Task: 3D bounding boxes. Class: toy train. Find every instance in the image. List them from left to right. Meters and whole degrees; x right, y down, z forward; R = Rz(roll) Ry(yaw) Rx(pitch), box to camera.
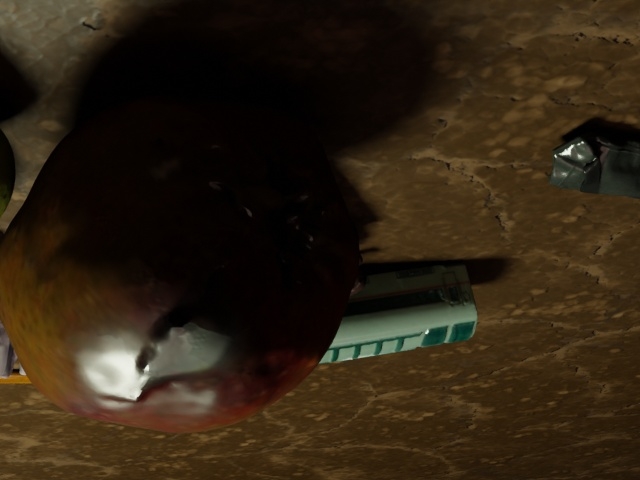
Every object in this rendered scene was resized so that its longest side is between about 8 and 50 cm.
[{"bbox_3d":[-0.021,0.104,1.311,0.407,0.088,0.086,-8,155,-9],"label":"toy train"}]

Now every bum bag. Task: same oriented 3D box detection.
[{"bbox_3d":[0.318,-0.067,1.112,0.198,0.049,0.087,7,147,-22],"label":"bum bag"}]

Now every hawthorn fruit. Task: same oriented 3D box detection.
[{"bbox_3d":[-0.135,0.021,0.952,0.325,0.308,0.308,-5,155,19],"label":"hawthorn fruit"}]

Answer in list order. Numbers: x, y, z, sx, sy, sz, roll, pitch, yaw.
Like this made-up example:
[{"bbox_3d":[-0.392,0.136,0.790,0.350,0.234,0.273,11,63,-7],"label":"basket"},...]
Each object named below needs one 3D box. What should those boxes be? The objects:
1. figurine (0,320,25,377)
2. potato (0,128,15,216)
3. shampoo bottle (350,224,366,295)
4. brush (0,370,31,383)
[{"bbox_3d":[-0.346,0.091,1.220,0.276,0.133,0.200,-3,150,-6],"label":"figurine"},{"bbox_3d":[-0.371,-0.063,0.891,0.197,0.148,0.228,-35,141,7],"label":"potato"},{"bbox_3d":[-0.001,0.002,1.174,0.068,0.067,0.236,-21,151,12],"label":"shampoo bottle"},{"bbox_3d":[-0.460,0.190,1.536,0.314,0.017,0.090,2,156,-14],"label":"brush"}]
